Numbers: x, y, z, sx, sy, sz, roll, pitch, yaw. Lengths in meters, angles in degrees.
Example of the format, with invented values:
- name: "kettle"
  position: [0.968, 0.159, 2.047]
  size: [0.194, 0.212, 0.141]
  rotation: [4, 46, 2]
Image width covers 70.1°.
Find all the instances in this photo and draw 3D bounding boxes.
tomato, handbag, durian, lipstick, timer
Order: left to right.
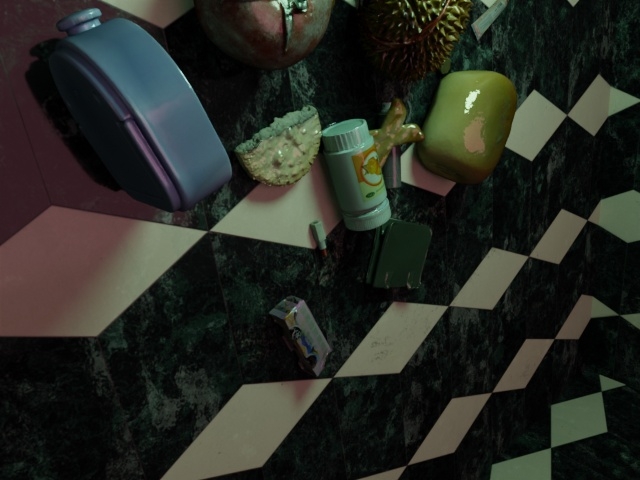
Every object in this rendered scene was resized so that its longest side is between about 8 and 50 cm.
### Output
- name: "timer"
  position: [-0.351, -0.251, 0.886]
  size: [0.173, 0.395, 0.394]
  rotation: [-39, 123, -24]
- name: "tomato"
  position: [-0.127, -0.554, 1.042]
  size: [0.317, 0.283, 0.316]
  rotation: [-7, 105, -29]
- name: "lipstick"
  position: [0.001, 0.000, 1.453]
  size: [0.030, 0.030, 0.129]
  rotation: [-31, 119, -29]
- name: "handbag"
  position: [0.288, 0.056, 1.670]
  size: [0.248, 0.079, 0.259]
  rotation: [5, 99, -39]
- name: "durian"
  position: [0.268, -0.655, 1.324]
  size: [0.384, 0.348, 0.347]
  rotation: [56, 57, -81]

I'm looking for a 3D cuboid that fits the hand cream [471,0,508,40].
- name: "hand cream"
  position: [0.653, -0.863, 1.756]
  size: [0.209, 0.043, 0.067]
  rotation: [-47, 124, -13]

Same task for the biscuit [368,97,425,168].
- name: "biscuit"
  position: [0.209, -0.330, 1.461]
  size: [0.208, 0.047, 0.164]
  rotation: [-37, 109, 8]

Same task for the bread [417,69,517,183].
- name: "bread"
  position: [0.540, -0.413, 1.642]
  size: [0.348, 0.253, 0.375]
  rotation: [26, 83, -36]

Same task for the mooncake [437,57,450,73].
- name: "mooncake"
  position: [0.441, -0.772, 1.595]
  size: [0.150, 0.057, 0.346]
  rotation: [6, 95, -52]

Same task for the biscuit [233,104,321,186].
- name: "biscuit"
  position: [-0.091, -0.251, 1.280]
  size: [0.281, 0.084, 0.179]
  rotation: [-42, 123, -24]

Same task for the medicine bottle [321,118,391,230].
- name: "medicine bottle"
  position: [0.110, -0.203, 1.407]
  size: [0.158, 0.158, 0.317]
  rotation: [-34, 121, -28]

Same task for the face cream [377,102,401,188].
- name: "face cream"
  position: [0.231, -0.316, 1.531]
  size: [0.073, 0.073, 0.283]
  rotation: [-18, 112, -35]

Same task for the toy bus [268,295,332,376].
- name: "toy bus"
  position: [-0.056, 0.306, 1.450]
  size: [0.112, 0.090, 0.273]
  rotation: [-44, 126, -29]

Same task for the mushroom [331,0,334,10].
- name: "mushroom"
  position: [-0.016, -0.664, 1.237]
  size: [0.126, 0.085, 0.109]
  rotation: [10, 60, -38]
